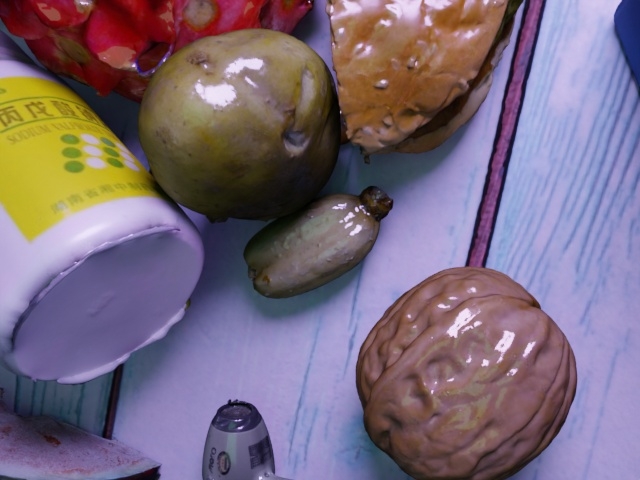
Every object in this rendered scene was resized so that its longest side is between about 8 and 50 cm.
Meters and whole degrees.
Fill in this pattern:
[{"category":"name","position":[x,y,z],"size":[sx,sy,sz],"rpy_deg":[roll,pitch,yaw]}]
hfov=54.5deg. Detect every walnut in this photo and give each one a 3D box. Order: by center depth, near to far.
[{"category":"walnut","position":[0.132,0.133,0.601],"size":[0.214,0.213,0.213],"rpy_deg":[1,93,13]}]

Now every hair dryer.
[{"category":"hair dryer","position":[-0.054,0.319,0.689],"size":[0.225,0.088,0.218],"rpy_deg":[32,119,30]}]

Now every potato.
[{"category":"potato","position":[-0.066,-0.099,0.591],"size":[0.197,0.228,0.148],"rpy_deg":[-27,71,-13]}]

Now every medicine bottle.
[{"category":"medicine bottle","position":[-0.305,-0.053,0.644],"size":[0.379,0.214,0.213],"rpy_deg":[44,101,23]}]

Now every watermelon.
[{"category":"watermelon","position":[-0.361,0.286,0.750],"size":[0.305,0.180,0.224],"rpy_deg":[17,140,8]}]

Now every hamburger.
[{"category":"hamburger","position":[0.105,-0.256,0.589],"size":[0.209,0.162,0.329],"rpy_deg":[-9,83,5]}]

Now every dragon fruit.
[{"category":"dragon fruit","position":[-0.196,-0.322,0.610],"size":[0.371,0.249,0.386],"rpy_deg":[40,114,10]}]

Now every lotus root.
[{"category":"lotus root","position":[0.000,0.000,0.676],"size":[0.183,0.077,0.090],"rpy_deg":[-31,78,15]}]

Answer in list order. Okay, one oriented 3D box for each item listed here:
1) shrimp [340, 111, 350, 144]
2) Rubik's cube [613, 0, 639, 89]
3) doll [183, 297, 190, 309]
[{"category":"shrimp","position":[0.018,-0.170,0.692],"size":[0.091,0.025,0.127],"rpy_deg":[27,100,12]},{"category":"Rubik's cube","position":[0.461,-0.126,0.429],"size":[0.347,0.347,0.344],"rpy_deg":[-21,87,13]},{"category":"doll","position":[-0.254,0.074,0.738],"size":[0.207,0.081,0.129],"rpy_deg":[-1,95,11]}]
